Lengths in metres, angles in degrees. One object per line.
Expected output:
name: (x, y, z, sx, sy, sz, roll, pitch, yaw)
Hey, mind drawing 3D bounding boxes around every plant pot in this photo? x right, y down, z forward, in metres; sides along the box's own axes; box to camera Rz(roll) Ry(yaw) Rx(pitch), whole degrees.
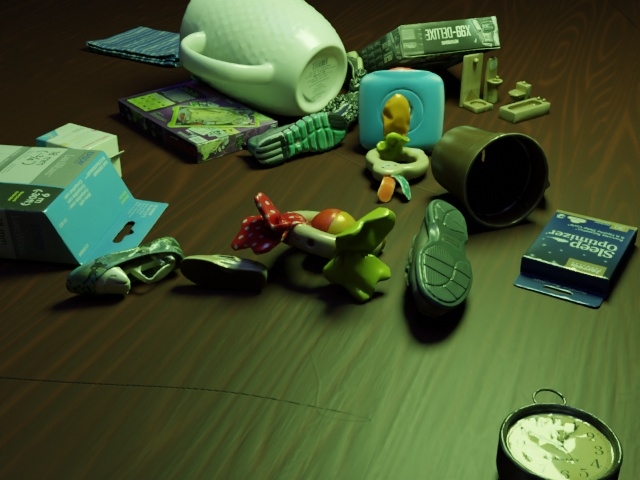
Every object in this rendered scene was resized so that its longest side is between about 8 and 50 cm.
plant pot: (0.288, -0.125, 1.457, 0.166, 0.167, 0.165, -11, 22, -17)

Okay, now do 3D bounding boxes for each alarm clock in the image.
alarm clock: (0.262, 0.230, 0.913, 0.129, 0.064, 0.192, 4, 32, 8)

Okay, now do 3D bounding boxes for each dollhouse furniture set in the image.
dollhouse furniture set: (0.427, -0.357, 1.880, 0.144, 0.123, 0.151, -19, 34, -28)

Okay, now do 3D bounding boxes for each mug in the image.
mug: (-0.144, -0.417, 1.836, 0.328, 0.276, 0.374, 34, 36, 30)

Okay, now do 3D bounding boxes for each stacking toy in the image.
stacking toy: (0.171, -0.299, 1.792, 0.175, 0.166, 0.302, 0, 15, 3)

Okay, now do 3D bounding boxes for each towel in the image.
towel: (-0.469, -0.565, 2.350, 0.335, 0.040, 0.243, 16, 33, 27)

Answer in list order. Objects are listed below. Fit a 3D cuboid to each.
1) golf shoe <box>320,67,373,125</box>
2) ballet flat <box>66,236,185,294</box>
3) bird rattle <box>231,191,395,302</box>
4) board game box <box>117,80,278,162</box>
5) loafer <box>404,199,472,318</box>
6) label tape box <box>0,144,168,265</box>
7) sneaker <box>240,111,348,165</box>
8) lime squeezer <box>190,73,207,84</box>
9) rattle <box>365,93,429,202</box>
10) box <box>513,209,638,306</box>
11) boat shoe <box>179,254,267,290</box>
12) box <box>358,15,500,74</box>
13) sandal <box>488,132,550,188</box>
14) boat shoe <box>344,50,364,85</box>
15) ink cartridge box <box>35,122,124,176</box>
golf shoe: (0.066, -0.292, 1.838, 0.077, 0.094, 0.198, 34, 65, 16)
ballet flat: (-0.290, 0.046, 1.251, 0.188, 0.070, 0.070, -25, 37, -30)
bird rattle: (0.000, 0.000, 1.295, 0.253, 0.143, 0.207, 10, 10, 21)
board game box: (-0.278, -0.271, 1.824, 0.208, 0.056, 0.346, -26, 38, -30)
loafer: (0.175, 0.040, 1.257, 0.096, 0.084, 0.268, 31, 34, -8)
label tape box: (-0.461, -0.066, 1.404, 0.333, 0.106, 0.241, 4, 31, 9)
sneaker: (-0.053, -0.223, 1.701, 0.223, 0.083, 0.098, -20, 30, -29)
lime squeezer: (-0.309, -0.445, 2.084, 0.058, 0.110, 0.310, -26, 4, -11)
rattle: (0.148, -0.174, 1.558, 0.130, 0.143, 0.200, 25, 28, 7)
box: (0.408, 0.023, 1.305, 0.136, 0.037, 0.225, 16, 35, 27)
boat shoe: (-0.147, 0.046, 1.264, 0.135, 0.050, 0.045, 12, 27, 1)
box: (0.255, -0.466, 1.999, 0.242, 0.077, 0.307, -10, 4, -16)
sandal: (0.356, -0.133, 1.565, 0.079, 0.088, 0.240, -33, 23, 6)
boat shoe: (0.069, -0.425, 2.061, 0.073, 0.080, 0.223, -8, 25, -2)
ink cartridge box: (-0.457, -0.157, 1.579, 0.143, 0.090, 0.092, 17, 34, 27)
